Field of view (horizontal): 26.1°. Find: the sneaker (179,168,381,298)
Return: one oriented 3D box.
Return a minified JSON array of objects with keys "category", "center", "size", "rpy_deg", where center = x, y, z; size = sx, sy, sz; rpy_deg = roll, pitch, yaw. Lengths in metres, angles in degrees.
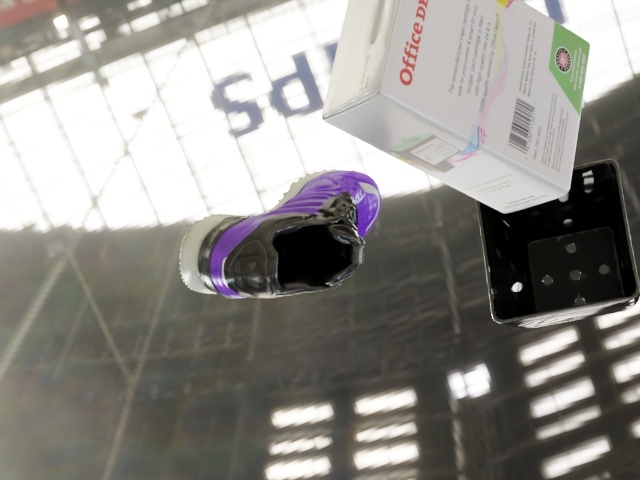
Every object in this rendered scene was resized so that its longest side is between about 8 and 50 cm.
[{"category":"sneaker","center":[0.000,0.001,1.468],"size":[0.146,0.102,0.293],"rpy_deg":[7,-158,38]}]

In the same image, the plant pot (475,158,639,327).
[{"category":"plant pot","center":[0.325,0.023,1.824],"size":[0.188,0.188,0.167],"rpy_deg":[-12,159,17]}]

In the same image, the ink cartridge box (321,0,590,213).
[{"category":"ink cartridge box","center":[0.156,-0.180,1.548],"size":[0.117,0.278,0.201],"rpy_deg":[-19,-127,53]}]
